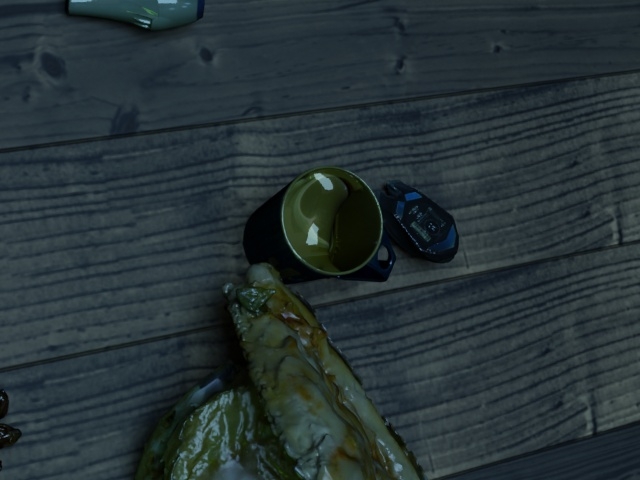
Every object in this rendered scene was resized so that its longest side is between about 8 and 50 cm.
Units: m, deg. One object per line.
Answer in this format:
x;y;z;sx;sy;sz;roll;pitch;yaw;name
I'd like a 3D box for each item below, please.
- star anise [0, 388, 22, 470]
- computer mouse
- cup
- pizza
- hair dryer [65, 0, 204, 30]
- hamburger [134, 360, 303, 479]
-0.387;0.247;1.369;0.097;0.070;0.190;23;71;9;star anise
0.123;-0.021;1.666;0.135;0.047;0.079;45;53;2;computer mouse
0.000;0.000;1.544;0.176;0.155;0.131;33;68;-17;cup
0.015;0.197;1.457;0.080;0.435;0.391;-33;62;5;pizza
-0.244;-0.344;1.561;0.167;0.067;0.199;-15;76;-21;hair dryer
-0.089;0.308;1.441;0.211;0.132;0.308;-32;89;-8;hamburger
